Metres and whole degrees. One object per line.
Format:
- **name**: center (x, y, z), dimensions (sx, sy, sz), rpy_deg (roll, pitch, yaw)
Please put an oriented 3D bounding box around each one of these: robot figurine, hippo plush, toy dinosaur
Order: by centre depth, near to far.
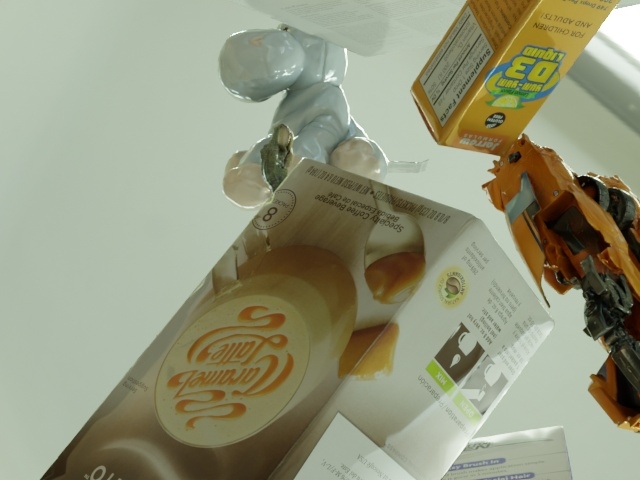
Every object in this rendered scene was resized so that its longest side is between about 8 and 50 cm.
- **robot figurine**: center (0.247, 0.049, 1.162), dimensions (0.085, 0.211, 0.291), rpy_deg (-46, -133, 28)
- **toy dinosaur**: center (0.000, 0.000, 1.604), dimensions (0.064, 0.118, 0.268), rpy_deg (-23, -89, 24)
- **hippo plush**: center (-0.007, -0.177, 1.855), dimensions (0.234, 0.294, 0.236), rpy_deg (6, -72, 66)

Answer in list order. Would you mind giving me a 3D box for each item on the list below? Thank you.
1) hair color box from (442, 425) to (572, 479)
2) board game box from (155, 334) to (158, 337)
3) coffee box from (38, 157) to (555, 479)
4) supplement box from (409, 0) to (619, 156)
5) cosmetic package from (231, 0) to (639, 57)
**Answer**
- **hair color box**: center (0.137, 0.281, 1.242), dimensions (0.185, 0.339, 0.110), rpy_deg (-10, -75, 9)
- **board game box**: center (-0.136, 0.200, 1.574), dimensions (0.281, 0.145, 0.027), rpy_deg (112, -28, -43)
- **coffee box**: center (-0.017, 0.091, 0.735), dimensions (0.141, 0.098, 0.246), rpy_deg (21, -112, 48)
- **supplement box**: center (0.163, -0.172, 1.115), dimensions (0.233, 0.078, 0.080), rpy_deg (-56, -139, 39)
- **cosmetic package**: center (0.117, -0.287, 1.443), dimensions (0.377, 0.284, 0.097), rpy_deg (-6, -99, 36)
